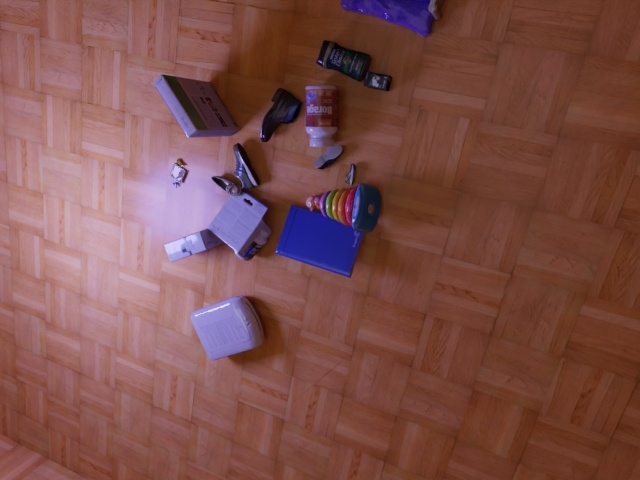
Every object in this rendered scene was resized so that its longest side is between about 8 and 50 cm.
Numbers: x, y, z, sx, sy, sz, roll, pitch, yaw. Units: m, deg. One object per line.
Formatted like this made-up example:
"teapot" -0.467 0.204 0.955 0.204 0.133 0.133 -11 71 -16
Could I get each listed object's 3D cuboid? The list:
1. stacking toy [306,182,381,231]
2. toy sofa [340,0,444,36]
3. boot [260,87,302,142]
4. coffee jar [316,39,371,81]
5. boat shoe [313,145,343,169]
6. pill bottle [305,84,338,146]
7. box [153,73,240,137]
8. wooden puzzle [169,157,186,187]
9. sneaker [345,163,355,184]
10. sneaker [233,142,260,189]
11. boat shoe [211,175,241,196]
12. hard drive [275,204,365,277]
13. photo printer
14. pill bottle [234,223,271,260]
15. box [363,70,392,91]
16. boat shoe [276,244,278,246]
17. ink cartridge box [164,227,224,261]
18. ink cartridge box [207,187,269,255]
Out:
"stacking toy" 0.064 -0.138 1.757 0.301 0.165 0.175 11 93 34
"toy sofa" 0.226 -0.814 1.495 0.362 0.150 0.177 26 111 12
"boot" -0.154 -0.466 1.771 0.106 0.082 0.219 29 111 14
"coffee jar" 0.081 -0.643 1.635 0.184 0.079 0.096 25 111 13
"boat shoe" 0.036 -0.319 1.762 0.133 0.042 0.049 -33 66 24
"pill bottle" 0.005 -0.459 1.690 0.121 0.121 0.216 5 106 19
"box" -0.459 -0.504 1.742 0.058 0.322 0.232 -31 91 22
"wooden puzzle" -0.632 -0.299 2.034 0.078 0.014 0.116 43 114 10
"sneaker" 0.112 -0.254 1.755 0.035 0.031 0.083 12 108 18
"sneaker" -0.330 -0.297 1.890 0.086 0.064 0.192 -24 98 19
"boat shoe" -0.395 -0.230 1.921 0.153 0.048 0.056 36 103 28
"hard drive" 0.000 0.000 1.822 0.318 0.040 0.210 17 86 16
"photo printer" -0.413 0.395 2.088 0.307 0.107 0.256 -22 96 24
"pill bottle" -0.285 0.001 1.939 0.094 0.094 0.169 46 115 4
"box" 0.204 -0.563 1.619 0.083 0.062 0.052 18 108 16
"boat shoe" -0.082 0.038 1.904 0.206 0.075 0.065 16 67 21
"ink cartridge box" -0.550 0.012 2.011 0.208 0.153 0.087 -17 97 23
"ink cartridge box" -0.335 -0.086 1.905 0.223 0.045 0.224 36 91 32
